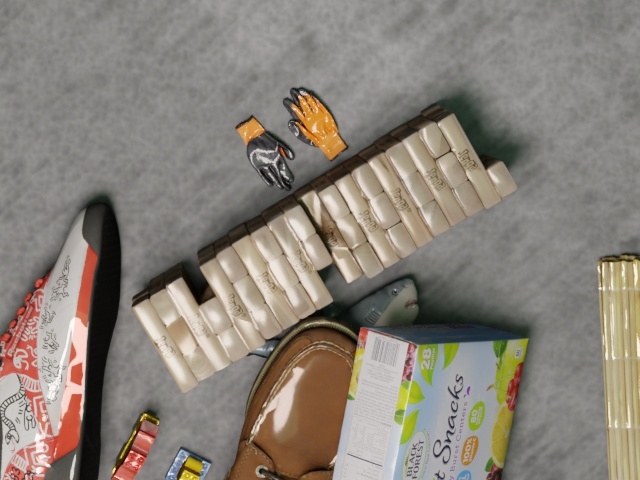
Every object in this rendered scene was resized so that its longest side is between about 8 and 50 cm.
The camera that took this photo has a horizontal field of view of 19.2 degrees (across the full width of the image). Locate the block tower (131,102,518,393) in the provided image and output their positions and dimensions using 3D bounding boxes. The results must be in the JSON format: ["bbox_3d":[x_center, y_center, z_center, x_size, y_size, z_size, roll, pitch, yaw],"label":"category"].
[{"bbox_3d":[0.000,0.000,1.644,0.335,0.091,0.097,-30,100,0],"label":"block tower"}]

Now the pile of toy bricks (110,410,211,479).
[{"bbox_3d":[-0.166,0.269,1.661,0.118,0.105,0.212,28,95,-8],"label":"pile of toy bricks"}]

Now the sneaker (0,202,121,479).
[{"bbox_3d":[-0.259,0.095,1.637,0.145,0.090,0.270,5,87,10],"label":"sneaker"}]

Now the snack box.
[{"bbox_3d":[0.091,0.179,1.638,0.070,0.174,0.207,14,97,38],"label":"snack box"}]

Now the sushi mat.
[{"bbox_3d":[0.335,0.163,1.729,0.151,0.019,0.316,-5,99,-5],"label":"sushi mat"}]

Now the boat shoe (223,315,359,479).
[{"bbox_3d":[-0.031,0.218,1.635,0.111,0.104,0.307,17,108,-3],"label":"boat shoe"}]

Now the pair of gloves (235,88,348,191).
[{"bbox_3d":[-0.026,-0.089,1.670,0.083,0.010,0.074,-34,99,1],"label":"pair of gloves"}]

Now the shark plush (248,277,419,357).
[{"bbox_3d":[0.012,0.082,1.692,0.161,0.073,0.067,-14,79,18],"label":"shark plush"}]
